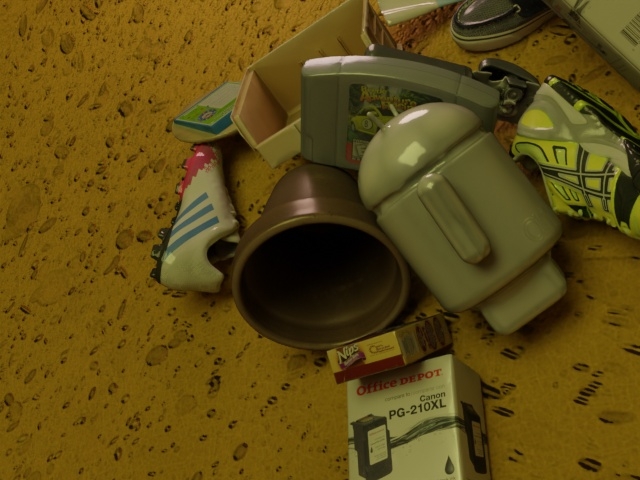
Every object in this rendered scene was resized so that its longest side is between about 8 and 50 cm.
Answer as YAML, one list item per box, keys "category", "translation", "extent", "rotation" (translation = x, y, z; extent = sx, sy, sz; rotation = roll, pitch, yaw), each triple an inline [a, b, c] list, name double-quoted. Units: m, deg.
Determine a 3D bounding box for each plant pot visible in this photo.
- category: "plant pot"
  translation: [0.000, 0.000, 1.605]
  extent: [0.263, 0.263, 0.229]
  rotation: [-29, 33, 20]

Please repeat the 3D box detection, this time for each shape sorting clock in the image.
- category: "shape sorting clock"
  translation: [-0.181, -0.241, 1.956]
  extent: [0.206, 0.040, 0.206]
  rotation: [-18, 30, 11]

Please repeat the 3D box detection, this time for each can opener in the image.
- category: "can opener"
  translation: [0.200, -0.247, 1.600]
  extent: [0.095, 0.283, 0.076]
  rotation: [-84, 9, -51]

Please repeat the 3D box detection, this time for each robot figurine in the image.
- category: "robot figurine"
  translation: [0.189, -0.043, 1.432]
  extent: [0.200, 0.300, 0.353]
  rotation: [-38, 89, 9]

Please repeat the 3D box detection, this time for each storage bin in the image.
- category: "storage bin"
  translation: [-0.001, -0.268, 1.753]
  extent: [0.262, 0.123, 0.260]
  rotation: [-30, 23, 18]

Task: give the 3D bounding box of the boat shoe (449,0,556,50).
- category: "boat shoe"
  translation: [0.334, -0.428, 1.641]
  extent: [0.341, 0.158, 0.127]
  rotation: [-23, 53, 24]

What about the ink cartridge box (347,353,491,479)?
- category: "ink cartridge box"
  translation: [0.132, 0.292, 1.413]
  extent: [0.172, 0.100, 0.237]
  rotation: [-18, 55, 26]

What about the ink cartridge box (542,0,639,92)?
- category: "ink cartridge box"
  translation: [0.437, -0.370, 1.457]
  extent: [0.283, 0.117, 0.207]
  rotation: [44, 96, 1]

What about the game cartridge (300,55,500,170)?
- category: "game cartridge"
  translation: [0.113, -0.180, 1.562]
  extent: [0.294, 0.196, 0.060]
  rotation: [10, 44, 9]

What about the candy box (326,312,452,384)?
- category: "candy box"
  translation: [0.101, 0.149, 1.463]
  extent: [0.109, 0.187, 0.053]
  rotation: [-19, 87, 27]

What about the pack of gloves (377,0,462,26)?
- category: "pack of gloves"
  translation: [0.196, -0.483, 1.803]
  extent: [0.232, 0.046, 0.195]
  rotation: [-19, 56, 2]

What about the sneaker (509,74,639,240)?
- category: "sneaker"
  translation: [0.403, -0.069, 1.423]
  extent: [0.147, 0.145, 0.384]
  rotation: [-57, 41, 24]

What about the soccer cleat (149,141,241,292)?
- category: "soccer cleat"
  translation: [-0.198, -0.038, 1.857]
  extent: [0.143, 0.116, 0.331]
  rotation: [13, 51, -1]
